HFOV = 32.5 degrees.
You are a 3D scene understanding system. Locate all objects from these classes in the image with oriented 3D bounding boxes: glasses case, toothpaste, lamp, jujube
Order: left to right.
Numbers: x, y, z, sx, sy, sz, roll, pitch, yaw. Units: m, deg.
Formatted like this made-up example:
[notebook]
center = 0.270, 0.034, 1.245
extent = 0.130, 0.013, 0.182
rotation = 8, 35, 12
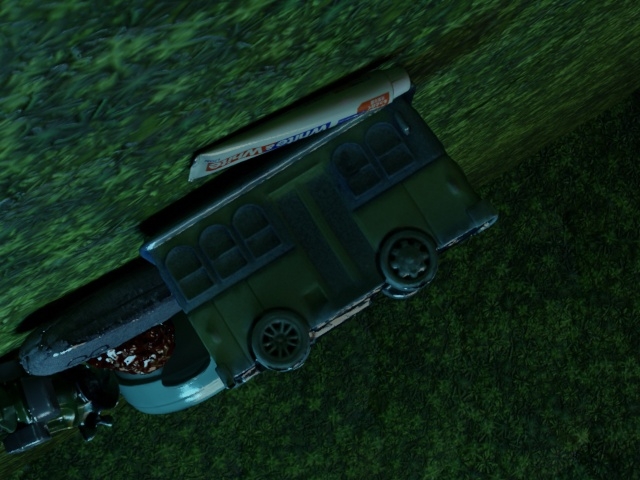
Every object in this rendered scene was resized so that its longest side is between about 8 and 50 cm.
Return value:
[jujube]
center = -0.230, 0.117, 1.318
extent = 0.104, 0.104, 0.166
rotation = -33, 174, 10
[glasses case]
center = -0.202, 0.067, 1.208
extent = 0.282, 0.067, 0.109
rotation = -27, 175, -31
[lamp]
center = -0.199, 0.150, 1.510
extent = 0.209, 0.147, 0.284
rotation = -38, -176, -35
[toothpaste]
center = -0.017, -0.103, 0.951
extent = 0.218, 0.033, 0.052
rotation = -25, 168, -20

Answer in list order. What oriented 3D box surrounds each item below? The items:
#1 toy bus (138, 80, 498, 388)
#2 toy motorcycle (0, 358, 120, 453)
[toy bus]
center = 0.000, 0.000, 1.089
extent = 0.312, 0.190, 0.152
rotation = -32, 174, -3
[toy motorcycle]
center = -0.346, 0.202, 1.347
extent = 0.187, 0.125, 0.275
rotation = -22, 173, -5
